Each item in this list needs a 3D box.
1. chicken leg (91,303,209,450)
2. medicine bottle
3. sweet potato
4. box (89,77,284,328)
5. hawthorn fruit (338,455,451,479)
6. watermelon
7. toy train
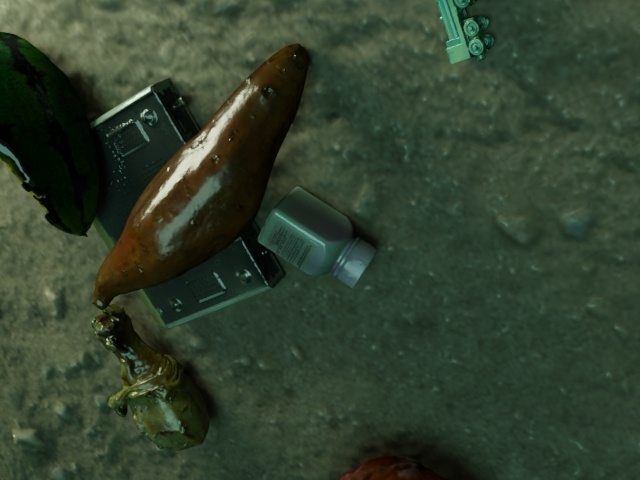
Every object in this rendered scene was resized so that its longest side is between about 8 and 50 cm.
[{"bbox_3d":[-0.234,0.183,1.041,0.103,0.088,0.227,-29,105,43],"label":"chicken leg"},{"bbox_3d":[0.000,0.000,0.867,0.118,0.074,0.055,32,121,4],"label":"medicine bottle"},{"bbox_3d":[-0.120,-0.046,0.831,0.112,0.112,0.359,45,103,-3],"label":"sweet potato"},{"bbox_3d":[-0.182,-0.034,0.942,0.211,0.045,0.270,-21,105,30],"label":"box"},{"bbox_3d":[0.068,0.392,0.912,0.242,0.272,0.241,15,121,26],"label":"hawthorn fruit"},{"bbox_3d":[-0.351,-0.140,0.915,0.301,0.123,0.129,52,148,7],"label":"watermelon"},{"bbox_3d":[0.131,-0.212,0.744,0.045,0.029,0.092,-10,106,42],"label":"toy train"}]
